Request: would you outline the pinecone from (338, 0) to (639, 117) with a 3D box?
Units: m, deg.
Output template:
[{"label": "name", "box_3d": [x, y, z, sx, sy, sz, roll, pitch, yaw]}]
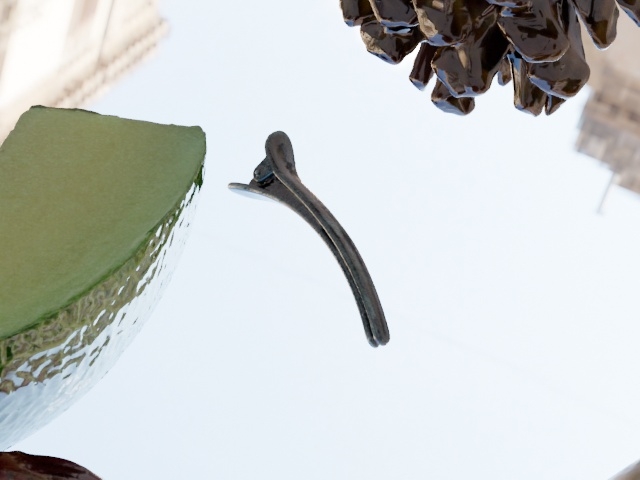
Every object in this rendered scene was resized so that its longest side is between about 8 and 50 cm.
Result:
[{"label": "pinecone", "box_3d": [0.118, -0.185, 1.108, 0.229, 0.201, 0.202, 33, -140, 21]}]

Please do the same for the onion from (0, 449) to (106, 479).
[{"label": "onion", "box_3d": [-0.212, 0.205, 1.116, 0.198, 0.173, 0.135, 56, -173, -38]}]

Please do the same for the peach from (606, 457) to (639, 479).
[{"label": "peach", "box_3d": [0.232, 0.208, 0.880, 0.292, 0.292, 0.247, -14, -117, -47]}]

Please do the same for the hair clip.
[{"label": "hair clip", "box_3d": [0.000, 0.000, 1.448, 0.039, 0.070, 0.229, 27, -162, -48]}]

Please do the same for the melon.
[{"label": "melon", "box_3d": [-0.254, 0.056, 1.288, 0.226, 0.331, 0.343, 49, -145, -21]}]
